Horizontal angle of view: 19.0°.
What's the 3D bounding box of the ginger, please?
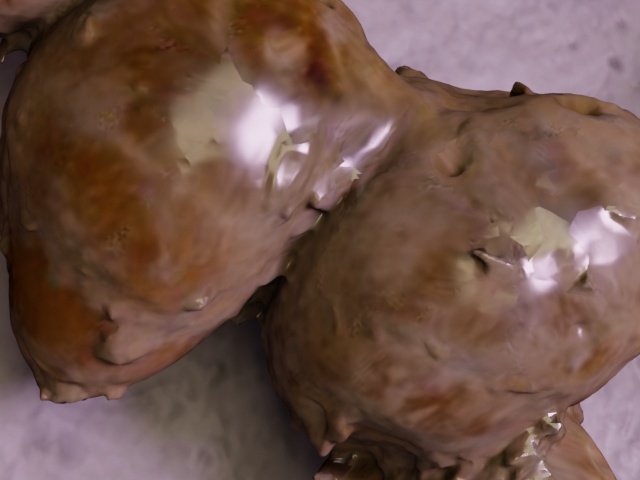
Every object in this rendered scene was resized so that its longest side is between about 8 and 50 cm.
[{"bbox_3d":[0.000,0.000,0.786,0.375,0.176,0.256,38,86,-5],"label":"ginger"}]
